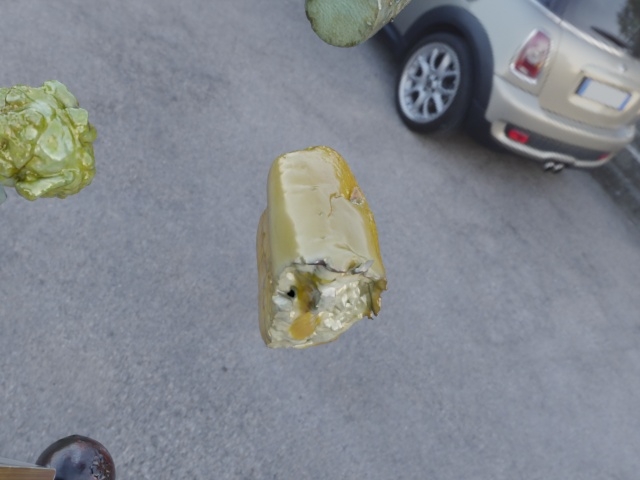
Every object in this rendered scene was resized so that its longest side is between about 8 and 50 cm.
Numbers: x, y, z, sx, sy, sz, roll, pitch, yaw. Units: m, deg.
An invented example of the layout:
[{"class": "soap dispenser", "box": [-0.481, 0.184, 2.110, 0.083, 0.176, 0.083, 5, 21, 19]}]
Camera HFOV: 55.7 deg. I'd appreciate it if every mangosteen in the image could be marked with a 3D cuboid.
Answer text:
[{"class": "mangosteen", "box": [-0.580, 0.557, 1.404, 0.209, 0.210, 0.210, 23, 38, -19]}]

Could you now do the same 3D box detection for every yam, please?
[{"class": "yam", "box": [0.066, -0.333, 0.793, 0.107, 0.107, 0.194, 38, 46, 1]}]

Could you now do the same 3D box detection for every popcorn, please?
[{"class": "popcorn", "box": [-0.571, -0.195, 1.242, 0.256, 0.194, 0.255, 53, 39, -43]}]

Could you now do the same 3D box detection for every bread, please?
[{"class": "bread", "box": [0.000, 0.000, 1.278, 0.250, 0.361, 0.395, 2, 56, -12]}]

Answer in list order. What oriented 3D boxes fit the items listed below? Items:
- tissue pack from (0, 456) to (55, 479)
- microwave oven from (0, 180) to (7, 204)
[{"class": "tissue pack", "box": [-0.608, 0.466, 1.068, 0.135, 0.246, 0.160, 11, 69, 6]}, {"class": "microwave oven", "box": [-0.529, -0.145, 0.670, 0.237, 0.295, 0.181, 30, 54, 18]}]
